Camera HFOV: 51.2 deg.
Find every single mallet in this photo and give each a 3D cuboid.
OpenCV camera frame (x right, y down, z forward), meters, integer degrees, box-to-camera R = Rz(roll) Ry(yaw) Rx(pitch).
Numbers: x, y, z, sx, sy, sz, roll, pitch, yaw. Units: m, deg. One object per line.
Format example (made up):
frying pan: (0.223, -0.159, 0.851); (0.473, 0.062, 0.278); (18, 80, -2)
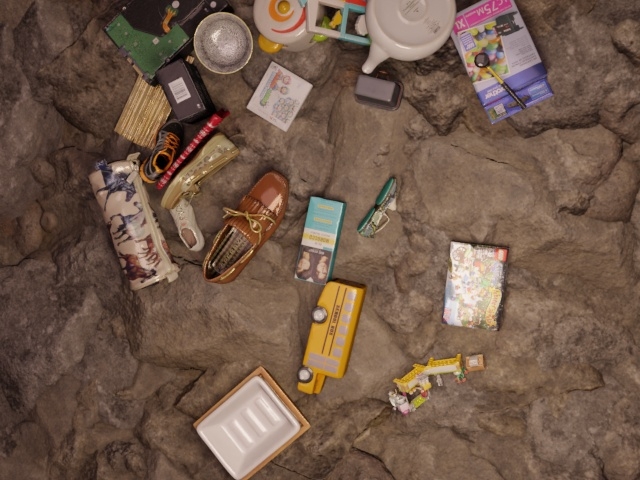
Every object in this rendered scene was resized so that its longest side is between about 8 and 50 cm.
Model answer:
mallet: (0.469, -0.416, 1.739); (0.039, 0.062, 0.189); (-42, 83, 16)

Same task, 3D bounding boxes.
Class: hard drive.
hard drive: (-0.456, -0.657, 1.992); (0.339, 0.064, 0.237); (-42, 80, 8)

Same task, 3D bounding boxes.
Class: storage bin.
storage bin: (0.160, -0.424, 1.859); (0.135, 0.091, 0.098); (16, 97, 11)

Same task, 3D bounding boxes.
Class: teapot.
teapot: (0.234, -0.590, 1.772); (0.256, 0.187, 0.252); (-4, 90, 0)

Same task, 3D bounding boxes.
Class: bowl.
bowl: (-0.278, -0.576, 1.948); (0.170, 0.080, 0.170); (0, 108, 0)

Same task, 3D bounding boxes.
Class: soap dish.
soap dish: (-0.199, 0.542, 1.984); (0.291, 0.118, 0.229); (-42, 84, 12)

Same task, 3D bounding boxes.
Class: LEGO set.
LEGO set: (0.325, 0.403, 1.863); (0.287, 0.132, 0.107); (-22, 106, -9)

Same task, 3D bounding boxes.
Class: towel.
towel: (-0.367, -0.270, 1.943); (0.031, 0.199, 0.275); (40, 102, -10)

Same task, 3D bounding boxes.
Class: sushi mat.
sushi mat: (-0.512, -0.445, 2.051); (0.151, 0.019, 0.316); (29, 99, 11)

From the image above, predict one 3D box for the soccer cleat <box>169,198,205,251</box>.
soccer cleat: (-0.410, -0.057, 2.020); (0.068, 0.076, 0.196); (-29, 86, 13)

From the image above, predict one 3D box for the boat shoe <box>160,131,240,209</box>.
boat shoe: (-0.361, -0.191, 1.978); (0.089, 0.104, 0.285); (41, 92, -4)

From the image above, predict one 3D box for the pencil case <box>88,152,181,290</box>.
pencil case: (-0.554, -0.049, 2.008); (0.183, 0.160, 0.410); (-24, 86, 46)

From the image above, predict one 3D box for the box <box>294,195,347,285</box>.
box: (0.000, 0.000, 1.935); (0.101, 0.060, 0.244); (13, 96, 12)

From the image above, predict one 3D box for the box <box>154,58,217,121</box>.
box: (-0.387, -0.428, 1.941); (0.093, 0.158, 0.156); (-24, 94, 7)

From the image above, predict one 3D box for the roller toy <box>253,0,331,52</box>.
roller toy: (-0.088, -0.637, 1.876); (0.209, 0.146, 0.191); (-16, 89, 14)

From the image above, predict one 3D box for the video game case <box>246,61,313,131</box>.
video game case: (-0.120, -0.422, 1.961); (0.143, 0.019, 0.157); (33, 99, 9)

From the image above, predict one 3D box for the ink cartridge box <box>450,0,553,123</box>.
ink cartridge box: (0.480, -0.493, 1.797); (0.186, 0.065, 0.311); (-24, 89, 14)

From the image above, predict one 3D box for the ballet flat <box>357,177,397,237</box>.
ballet flat: (0.177, -0.088, 1.896); (0.070, 0.070, 0.188); (35, 102, 9)

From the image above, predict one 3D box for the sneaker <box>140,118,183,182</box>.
sneaker: (-0.456, -0.268, 1.982); (0.083, 0.084, 0.214); (-10, 56, 51)

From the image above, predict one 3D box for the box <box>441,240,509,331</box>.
box: (0.428, 0.125, 1.850); (0.159, 0.044, 0.233); (6, 95, 13)

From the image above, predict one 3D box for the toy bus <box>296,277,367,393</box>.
toy bus: (0.030, 0.278, 1.921); (0.130, 0.108, 0.332); (14, 96, 10)

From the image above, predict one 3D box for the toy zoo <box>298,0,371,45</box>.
toy zoo: (0.071, -0.643, 1.816); (0.293, 0.030, 0.192); (6, 95, -22)

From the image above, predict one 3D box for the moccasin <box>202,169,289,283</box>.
moccasin: (-0.223, -0.038, 1.941); (0.139, 0.147, 0.380); (42, 101, 8)
